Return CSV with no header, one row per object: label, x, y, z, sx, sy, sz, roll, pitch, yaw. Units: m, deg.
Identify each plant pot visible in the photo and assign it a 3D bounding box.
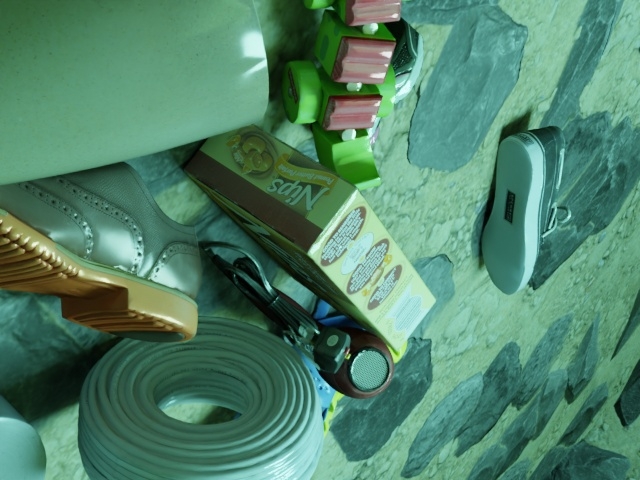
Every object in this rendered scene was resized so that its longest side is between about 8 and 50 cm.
plant pot,-0.215,-0.141,0.655,0.274,0.256,0.256,-26,141,-15

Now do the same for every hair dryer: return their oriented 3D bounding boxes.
hair dryer,-0.007,0.093,1.159,0.080,0.224,0.293,-44,152,-8

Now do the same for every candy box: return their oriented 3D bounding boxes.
candy box,0.000,0.000,1.115,0.087,0.183,0.316,-53,150,-8

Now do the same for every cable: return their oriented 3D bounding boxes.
cable,-0.121,0.183,1.046,0.257,0.257,0.089,-20,130,-37

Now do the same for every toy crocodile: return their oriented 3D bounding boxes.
toy crocodile,0.036,-0.205,1.011,0.115,0.105,0.340,-5,127,-19

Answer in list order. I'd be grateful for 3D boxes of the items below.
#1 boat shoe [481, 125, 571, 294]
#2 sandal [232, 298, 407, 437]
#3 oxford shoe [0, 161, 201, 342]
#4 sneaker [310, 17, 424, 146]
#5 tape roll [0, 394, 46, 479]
boat shoe,0.336,-0.048,1.620,0.105,0.113,0.306,-21,127,-25
sandal,-0.014,0.171,1.339,0.317,0.126,0.138,-46,141,-30
oxford shoe,-0.235,-0.021,0.863,0.364,0.130,0.132,37,54,-53
sneaker,0.051,-0.177,1.137,0.077,0.072,0.178,23,94,-49
tape roll,-0.367,0.235,0.929,0.219,0.072,0.219,-36,143,-32
